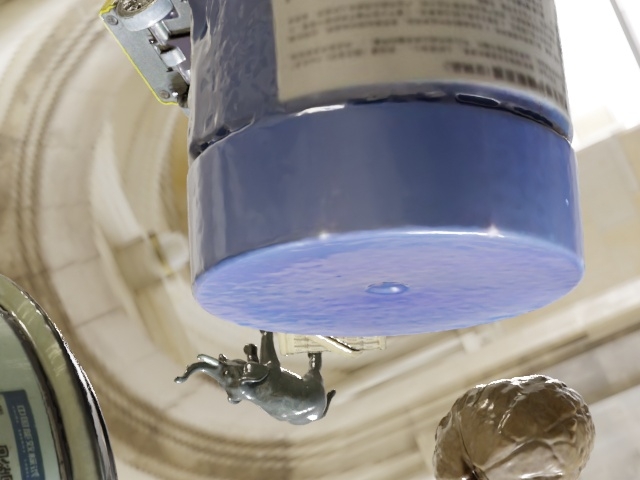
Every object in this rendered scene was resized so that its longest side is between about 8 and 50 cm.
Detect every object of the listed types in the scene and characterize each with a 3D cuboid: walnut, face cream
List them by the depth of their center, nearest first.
[{"bbox_3d":[0.038,-0.072,0.929,0.249,0.249,0.225,45,-138,-66],"label":"face cream"},{"bbox_3d":[0.235,0.238,1.704,0.230,0.178,0.178,-10,-105,-55],"label":"walnut"}]

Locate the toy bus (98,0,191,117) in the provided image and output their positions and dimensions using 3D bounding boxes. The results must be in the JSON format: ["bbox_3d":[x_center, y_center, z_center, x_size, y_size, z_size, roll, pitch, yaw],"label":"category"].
[{"bbox_3d":[-0.036,-0.227,1.380,0.144,0.330,0.152,57,-139,-37],"label":"toy bus"}]

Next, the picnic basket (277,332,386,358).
[{"bbox_3d":[0.000,0.000,2.044,0.313,0.175,0.228,84,-177,-50],"label":"picnic basket"}]

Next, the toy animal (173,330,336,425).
[{"bbox_3d":[-0.094,0.200,2.212,0.269,0.082,0.137,20,-136,-20],"label":"toy animal"}]

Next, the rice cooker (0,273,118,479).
[{"bbox_3d":[-0.252,0.151,0.795,0.316,0.317,0.264,-78,-3,-75],"label":"rice cooker"}]
